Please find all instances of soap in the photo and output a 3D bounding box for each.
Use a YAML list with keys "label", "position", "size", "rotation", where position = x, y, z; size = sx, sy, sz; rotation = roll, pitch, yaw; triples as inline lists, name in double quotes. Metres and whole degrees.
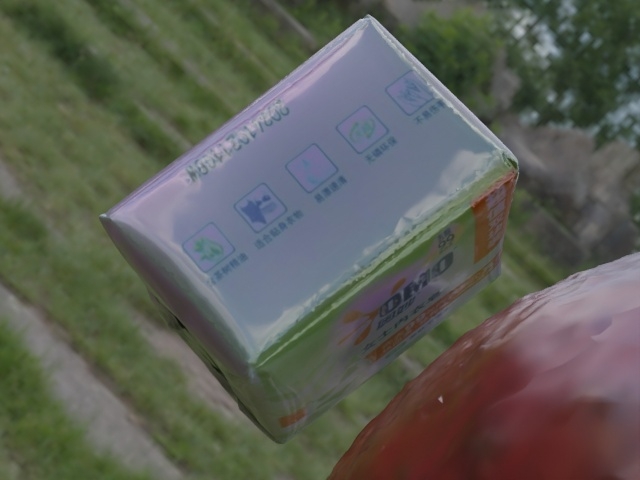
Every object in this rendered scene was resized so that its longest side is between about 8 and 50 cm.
- label: "soap"
  position: [0.000, 0.000, 0.857]
  size: [0.138, 0.199, 0.182]
  rotation: [49, -10, 19]

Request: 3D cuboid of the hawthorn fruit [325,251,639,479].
- label: "hawthorn fruit"
  position: [0.134, 0.117, 0.371]
  size: [0.265, 0.265, 0.307]
  rotation: [43, -30, -12]
